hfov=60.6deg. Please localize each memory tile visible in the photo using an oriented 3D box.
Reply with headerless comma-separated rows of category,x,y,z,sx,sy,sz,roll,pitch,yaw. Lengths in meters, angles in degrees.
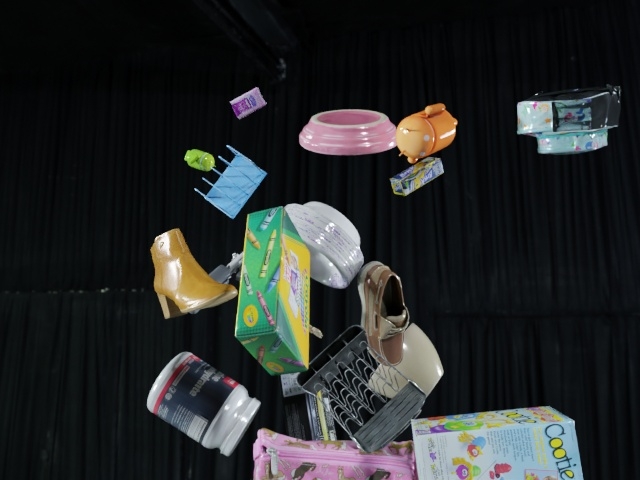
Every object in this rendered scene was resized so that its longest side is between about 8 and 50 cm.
memory tile,-0.060,0.326,2.090,0.148,0.012,0.113,27,-16,15

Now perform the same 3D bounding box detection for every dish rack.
dish rack,0.096,0.339,1.254,0.271,0.208,0.074,35,-18,48

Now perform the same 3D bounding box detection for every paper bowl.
paper bowl,0.000,0.000,1.585,0.284,0.148,0.284,33,-21,14

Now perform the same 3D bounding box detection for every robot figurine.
robot figurine,-0.440,-0.294,2.009,0.115,0.067,0.101,20,-3,18
robot figurine,0.305,-0.310,1.590,0.219,0.128,0.158,-27,4,-38

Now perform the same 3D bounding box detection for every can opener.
can opener,-0.277,0.115,1.586,0.093,0.280,0.074,35,-45,17

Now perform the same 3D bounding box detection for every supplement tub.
supplement tub,-0.325,0.457,1.538,0.272,0.191,0.191,30,-8,6

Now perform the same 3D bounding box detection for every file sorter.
file sorter,-0.268,-0.175,1.607,0.118,0.170,0.104,35,-2,22

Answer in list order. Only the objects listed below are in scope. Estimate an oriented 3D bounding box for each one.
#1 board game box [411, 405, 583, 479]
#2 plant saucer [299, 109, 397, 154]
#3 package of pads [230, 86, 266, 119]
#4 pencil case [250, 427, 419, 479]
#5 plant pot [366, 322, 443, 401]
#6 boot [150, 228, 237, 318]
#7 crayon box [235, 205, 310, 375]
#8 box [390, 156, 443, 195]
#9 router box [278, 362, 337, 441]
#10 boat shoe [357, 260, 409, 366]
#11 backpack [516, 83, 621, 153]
board game box,0.320,0.405,1.022,0.275,0.144,0.142,-7,-7,5
plant saucer,0.095,-0.363,1.792,0.332,0.084,0.332,-1,26,1
package of pads,-0.184,-0.349,1.395,0.083,0.050,0.032,-28,10,2
pencil case,0.038,0.517,1.233,0.386,0.160,0.167,3,2,5
plant pot,0.328,0.467,1.971,0.191,0.284,0.284,35,-1,16
boot,-0.329,0.071,1.348,0.295,0.211,0.104,-19,-7,42
crayon box,-0.084,0.095,1.053,0.081,0.278,0.165,-11,-39,14
box,0.305,-0.204,1.733,0.169,0.054,0.059,-30,24,-21
router box,-0.033,0.533,1.670,0.081,0.309,0.243,-15,-21,14
boat shoe,0.186,0.221,1.546,0.123,0.324,0.116,-25,22,-27
backpack,0.690,-0.340,1.547,0.253,0.191,0.225,11,19,37
